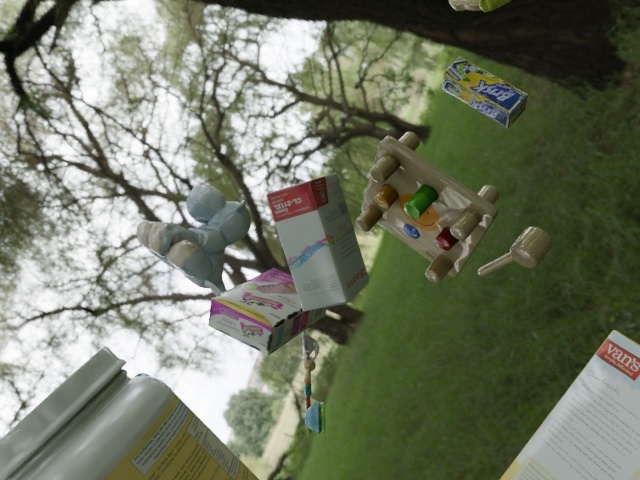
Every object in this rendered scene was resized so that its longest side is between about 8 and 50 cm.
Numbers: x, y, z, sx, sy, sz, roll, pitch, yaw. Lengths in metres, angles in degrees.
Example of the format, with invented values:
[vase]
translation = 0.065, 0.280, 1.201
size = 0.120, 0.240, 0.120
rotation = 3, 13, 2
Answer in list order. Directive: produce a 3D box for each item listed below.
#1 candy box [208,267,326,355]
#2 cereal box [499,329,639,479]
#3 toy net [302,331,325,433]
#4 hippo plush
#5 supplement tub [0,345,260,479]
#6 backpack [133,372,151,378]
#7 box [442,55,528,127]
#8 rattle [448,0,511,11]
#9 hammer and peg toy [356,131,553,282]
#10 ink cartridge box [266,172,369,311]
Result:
[candy box]
translation = -0.106, 0.144, 1.345
size = 0.233, 0.159, 0.071
rotation = -27, -47, -57
[cereal box]
translation = 0.321, 0.241, 0.671
size = 0.240, 0.047, 0.173
rotation = -55, 41, 7
[toy net]
translation = -0.016, 0.321, 1.431
size = 0.122, 0.045, 0.232
rotation = 87, 180, -73
[hippo plush]
translation = -0.276, -0.018, 1.546
size = 0.237, 0.294, 0.234
rotation = -54, -1, -13
[supplement tub]
translation = -0.205, 0.309, 0.708
size = 0.241, 0.331, 0.241
rotation = -42, 5, 4
[backpack]
translation = -0.309, 0.324, 1.083
size = 0.116, 0.173, 0.158
rotation = -16, -44, -46
[box]
translation = 0.330, -0.300, 1.267
size = 0.059, 0.169, 0.054
rotation = -46, -25, -12
[rattle]
translation = 0.227, -0.437, 0.879
size = 0.130, 0.142, 0.200
rotation = 17, 85, 58
[hammer and peg toy]
translation = 0.242, -0.023, 1.228
size = 0.127, 0.361, 0.266
rotation = -46, -15, -26
[ink cartridge box]
translation = 0.000, 0.000, 0.906
size = 0.127, 0.072, 0.175
rotation = -30, -76, -69
